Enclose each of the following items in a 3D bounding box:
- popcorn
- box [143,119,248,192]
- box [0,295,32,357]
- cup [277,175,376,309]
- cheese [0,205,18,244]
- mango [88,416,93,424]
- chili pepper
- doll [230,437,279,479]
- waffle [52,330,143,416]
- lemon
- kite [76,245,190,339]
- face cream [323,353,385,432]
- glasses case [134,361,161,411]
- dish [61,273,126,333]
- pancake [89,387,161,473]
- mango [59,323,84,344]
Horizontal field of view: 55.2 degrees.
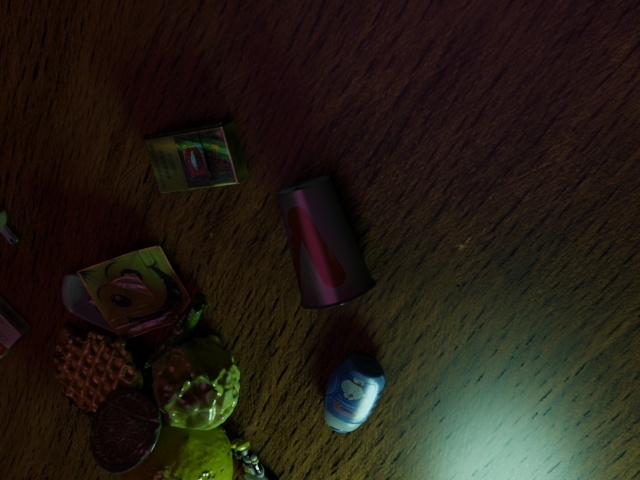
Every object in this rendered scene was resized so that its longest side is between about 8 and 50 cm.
[{"bbox_3d":[-0.369,0.415,1.791,0.292,0.237,0.293,7,118,14],"label":"popcorn"},{"bbox_3d":[-0.317,-0.214,1.558,0.240,0.071,0.159,-5,110,22],"label":"box"},{"bbox_3d":[-1.175,0.231,2.094,0.214,0.069,0.353,-38,96,31],"label":"box"},{"bbox_3d":[0.000,0.000,1.494,0.203,0.203,0.289,-11,104,24],"label":"cup"},{"bbox_3d":[-0.999,-0.064,1.892,0.171,0.047,0.092,36,124,0],"label":"cheese"},{"bbox_3d":[-0.702,0.511,2.016,0.175,0.143,0.293,-4,104,33],"label":"mango"},{"bbox_3d":[-0.440,0.292,1.843,0.076,0.085,0.359,25,123,-25],"label":"chili pepper"},{"bbox_3d":[-0.191,0.781,1.987,0.145,0.103,0.316,-21,101,31],"label":"doll"},{"bbox_3d":[-0.693,0.428,1.899,0.311,0.060,0.307,-3,98,19],"label":"waffle"},{"bbox_3d":[-0.442,0.708,1.902,0.349,0.350,0.387,23,130,8],"label":"lemon"},{"bbox_3d":[-0.552,0.152,1.793,0.327,0.013,0.378,23,118,-17],"label":"kite"},{"bbox_3d":[0.083,0.440,1.728,0.149,0.083,0.264,26,121,10],"label":"face cream"},{"bbox_3d":[-0.569,0.503,2.014,0.075,0.049,0.218,7,117,16],"label":"glasses case"},{"bbox_3d":[-0.689,0.177,1.888,0.234,0.064,0.154,22,120,8],"label":"dish"},{"bbox_3d":[-0.579,0.555,1.791,0.250,0.031,0.250,-7,69,20],"label":"pancake"},{"bbox_3d":[-0.820,0.326,2.015,0.079,0.057,0.114,-12,107,32],"label":"mango"}]
